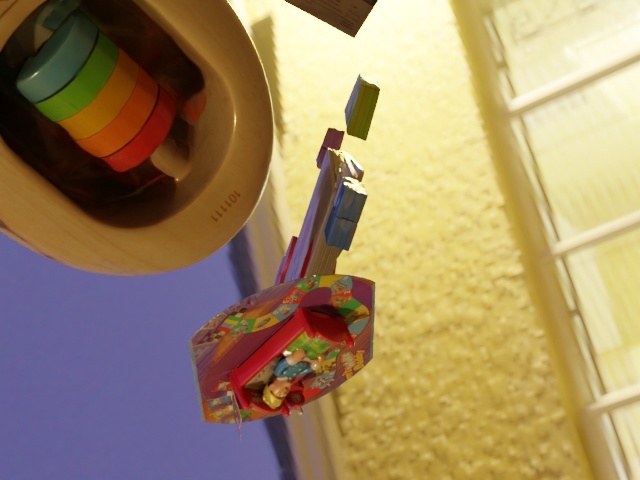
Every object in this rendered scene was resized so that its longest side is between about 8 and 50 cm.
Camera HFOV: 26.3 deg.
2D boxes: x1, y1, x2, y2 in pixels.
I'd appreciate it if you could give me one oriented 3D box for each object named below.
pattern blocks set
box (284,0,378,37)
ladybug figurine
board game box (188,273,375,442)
[{"bbox_3d":[0.000,0.000,1.155,0.026,0.285,0.325,17,-157,-5],"label":"pattern blocks set"},{"bbox_3d":[0.040,-0.339,1.582,0.038,0.186,0.145,40,-167,34],"label":"box"},{"bbox_3d":[-0.231,-0.151,1.289,0.162,0.305,0.449,35,170,50],"label":"ladybug figurine"},{"bbox_3d":[-0.018,0.088,0.940,0.169,0.133,0.033,90,159,-55],"label":"board game box"}]
